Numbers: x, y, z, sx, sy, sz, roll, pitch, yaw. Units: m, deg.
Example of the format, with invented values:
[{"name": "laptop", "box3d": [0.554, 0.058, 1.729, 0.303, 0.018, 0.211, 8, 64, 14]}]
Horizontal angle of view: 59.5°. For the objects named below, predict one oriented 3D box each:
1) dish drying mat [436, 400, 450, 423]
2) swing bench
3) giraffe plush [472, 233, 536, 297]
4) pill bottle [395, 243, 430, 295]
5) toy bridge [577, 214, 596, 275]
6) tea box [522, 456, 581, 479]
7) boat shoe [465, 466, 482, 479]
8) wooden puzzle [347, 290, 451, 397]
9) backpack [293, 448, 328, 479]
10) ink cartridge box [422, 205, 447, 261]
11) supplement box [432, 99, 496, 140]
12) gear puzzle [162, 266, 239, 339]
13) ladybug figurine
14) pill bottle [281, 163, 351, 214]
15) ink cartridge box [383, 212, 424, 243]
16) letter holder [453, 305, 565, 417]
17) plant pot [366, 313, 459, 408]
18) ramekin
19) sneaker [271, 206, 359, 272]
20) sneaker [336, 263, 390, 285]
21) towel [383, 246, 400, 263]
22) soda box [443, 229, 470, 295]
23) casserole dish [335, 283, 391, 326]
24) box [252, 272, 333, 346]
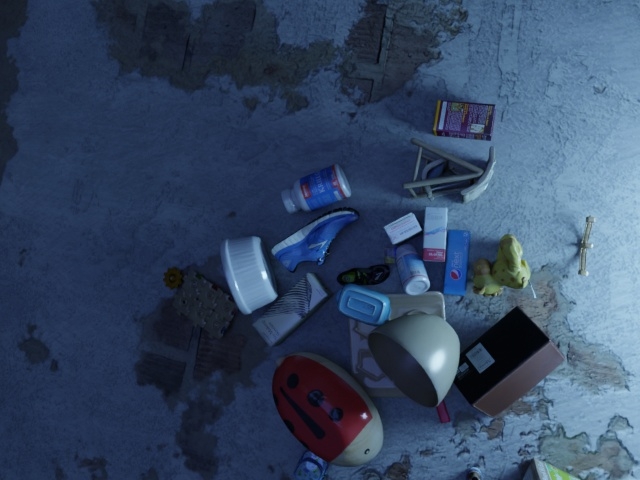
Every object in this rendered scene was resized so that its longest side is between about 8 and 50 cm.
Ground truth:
[{"name": "dish drying mat", "box3d": [0.398, 0.556, 1.835, 0.032, 0.008, 0.083, -18, 82, 12]}, {"name": "swing bench", "box3d": [0.407, -0.205, 1.753, 0.255, 0.253, 0.165, 11, 90, 16]}, {"name": "giraffe plush", "box3d": [0.553, 0.102, 1.746, 0.171, 0.181, 0.210, -20, 64, 25]}, {"name": "pill bottle", "box3d": [0.293, 0.091, 1.810, 0.087, 0.087, 0.160, -22, 46, 13]}, {"name": "toy bridge", "box3d": [0.820, 0.015, 1.726, 0.026, 0.063, 0.188, 8, 90, 15]}, {"name": "tea box", "box3d": [0.720, 0.825, 1.566, 0.324, 0.329, 0.219, 23, 93, 15]}, {"name": "boat shoe", "box3d": [0.480, 0.818, 1.766, 0.066, 0.066, 0.183, -4, 86, 15]}, {"name": "wooden puzzle", "box3d": [0.258, 0.344, 1.855, 0.322, 0.080, 0.347, -5, 90, 15]}, {"name": "backpack", "box3d": [-0.027, 0.768, 1.897, 0.105, 0.084, 0.114, 25, 90, 13]}, {"name": "ink cartridge box", "box3d": [0.373, -0.018, 1.815, 0.072, 0.127, 0.175, 3, 88, 14]}, {"name": "supplement box", "box3d": [0.471, -0.393, 1.836, 0.188, 0.081, 0.104, 9, 89, 16]}, {"name": "gear puzzle", "box3d": [-0.454, 0.215, 2.071, 0.339, 0.044, 0.175, 32, 96, 17]}, {"name": "ladybug figurine", "box3d": [0.001, 0.560, 1.831, 0.449, 0.162, 0.305, 42, 116, 13]}, {"name": "pill bottle", "box3d": [-0.017, -0.169, 1.931, 0.222, 0.124, 0.124, -22, 81, 13]}, {"name": "ink cartridge box", "box3d": [0.272, -0.034, 1.815, 0.104, 0.181, 0.061, -28, 80, 12]}, {"name": "letter holder", "box3d": [0.577, 0.386, 1.740, 0.302, 0.214, 0.152, -43, 45, 9]}, {"name": "plant pot", "box3d": [0.307, 0.331, 1.685, 0.191, 0.284, 0.284, -36, 76, -22]}, {"name": "ramekin", "box3d": [-0.237, 0.107, 1.910, 0.127, 0.273, 0.272, -18, 82, 1]}, {"name": "sneaker", "box3d": [0.000, 0.000, 1.932, 0.330, 0.130, 0.147, -32, 93, 14]}, {"name": "sneaker", "box3d": [0.144, 0.122, 1.893, 0.188, 0.078, 0.067, -10, 84, 14]}, {"name": "towel", "box3d": [0.257, 0.051, 1.903, 0.083, 0.009, 0.060, -2, 86, 15]}, {"name": "soda box", "box3d": [0.445, 0.072, 1.821, 0.071, 0.067, 0.210, 5, 87, 16]}, {"name": "casserole dish", "box3d": [0.136, 0.212, 1.824, 0.189, 0.037, 0.114, 19, 96, 13]}, {"name": "box", "box3d": [-0.094, 0.239, 1.941, 0.275, 0.094, 0.113, -45, 77, 8]}]
